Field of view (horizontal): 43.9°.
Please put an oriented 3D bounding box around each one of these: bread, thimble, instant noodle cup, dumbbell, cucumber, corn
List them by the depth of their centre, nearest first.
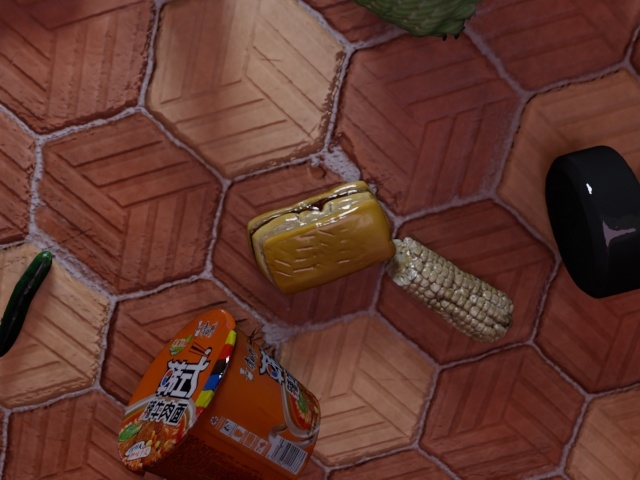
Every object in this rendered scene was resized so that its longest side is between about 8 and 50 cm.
[{"bbox_3d":[0.133,-0.353,0.925,0.150,0.219,0.219,25,106,-12],"label":"thimble"},{"bbox_3d":[0.489,-0.054,1.061,0.323,0.204,0.203,-14,110,2],"label":"dumbbell"},{"bbox_3d":[-0.133,0.251,1.117,0.192,0.250,0.250,39,103,-23],"label":"instant noodle cup"},{"bbox_3d":[0.000,0.000,1.120,0.200,0.077,0.116,-20,118,4],"label":"bread"},{"bbox_3d":[-0.432,0.091,1.142,0.036,0.033,0.184,33,105,12],"label":"cucumber"},{"bbox_3d":[0.188,0.075,1.150,0.211,0.087,0.087,32,105,-15],"label":"corn"}]
